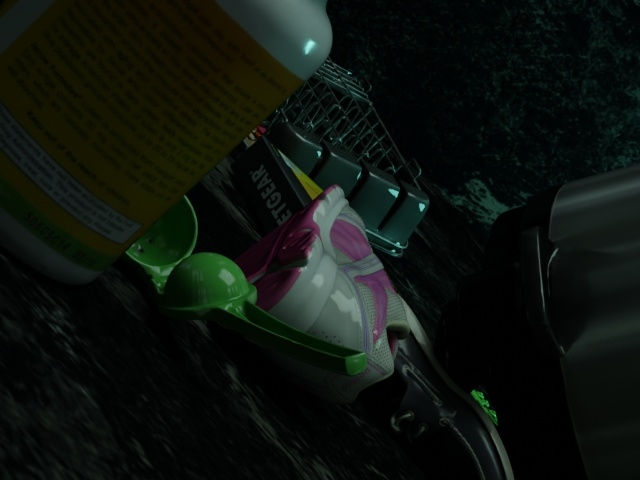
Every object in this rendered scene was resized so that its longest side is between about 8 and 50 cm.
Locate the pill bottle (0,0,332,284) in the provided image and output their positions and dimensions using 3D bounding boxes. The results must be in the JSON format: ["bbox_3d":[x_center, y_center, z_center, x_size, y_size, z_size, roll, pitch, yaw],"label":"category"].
[{"bbox_3d":[-0.081,-0.105,0.893,0.136,0.246,0.136,46,9,-9],"label":"pill bottle"}]

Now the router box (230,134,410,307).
[{"bbox_3d":[0.000,0.000,1.514,0.133,0.046,0.179,41,10,-35],"label":"router box"}]

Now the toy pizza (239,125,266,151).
[{"bbox_3d":[-0.012,-0.055,1.758,0.201,0.032,0.201,46,8,-9],"label":"toy pizza"}]

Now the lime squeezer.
[{"bbox_3d":[-0.068,-0.005,0.986,0.059,0.110,0.310,1,41,-44],"label":"lime squeezer"}]

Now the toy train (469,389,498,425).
[{"bbox_3d":[0.154,0.166,1.627,0.024,0.017,0.083,30,17,-34],"label":"toy train"}]

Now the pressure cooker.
[{"bbox_3d":[0.307,0.111,1.384,0.375,0.421,0.369,-46,119,-66],"label":"pressure cooker"}]

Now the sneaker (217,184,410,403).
[{"bbox_3d":[0.000,0.045,1.169,0.111,0.103,0.252,50,14,-9],"label":"sneaker"}]

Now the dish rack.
[{"bbox_3d":[-0.010,-0.118,1.717,0.208,0.074,0.271,27,25,-37],"label":"dish rack"}]

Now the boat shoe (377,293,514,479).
[{"bbox_3d":[0.069,0.129,1.295,0.065,0.075,0.206,-16,59,-31],"label":"boat shoe"}]
